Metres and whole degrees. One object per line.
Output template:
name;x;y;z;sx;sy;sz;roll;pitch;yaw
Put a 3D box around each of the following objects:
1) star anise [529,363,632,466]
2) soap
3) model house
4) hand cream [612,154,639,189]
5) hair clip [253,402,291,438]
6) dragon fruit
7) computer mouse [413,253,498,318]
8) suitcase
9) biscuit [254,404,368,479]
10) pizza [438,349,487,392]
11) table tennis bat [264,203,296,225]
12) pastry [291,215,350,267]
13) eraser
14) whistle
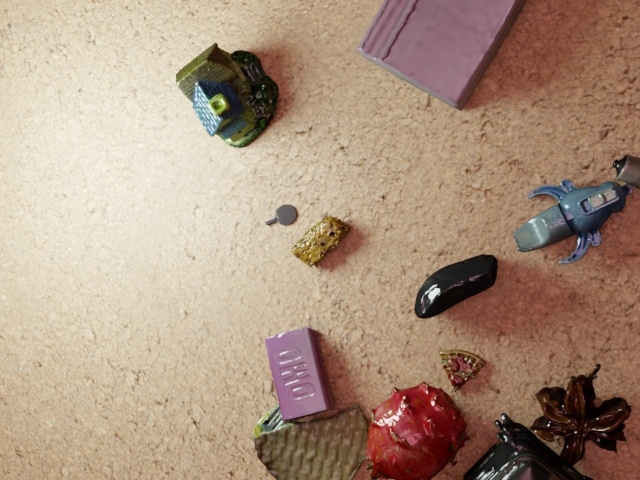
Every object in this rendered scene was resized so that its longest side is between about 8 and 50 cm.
star anise;0.555;0.375;1.633;0.220;0.125;0.190;-37;79;36
soap;-0.050;0.314;1.821;0.122;0.065;0.203;-17;77;11
model house;-0.223;-0.349;1.837;0.195;0.189;0.214;-31;80;16
hand cream;0.710;-0.130;1.639;0.186;0.054;0.087;22;99;9
hair clip;-0.098;0.421;1.866;0.060;0.033;0.188;42;92;16
dragon fruit;0.193;0.434;1.703;0.268;0.210;0.205;-46;60;16
computer mouse;0.293;0.093;1.718;0.217;0.122;0.073;-29;105;14
suitcase;0.465;0.592;1.581;0.434;0.194;0.283;40;103;-1
biscuit;-0.009;0.503;1.821;0.273;0.036;0.187;-14;92;5
pizza;0.326;0.285;1.749;0.099;0.029;0.100;-19;84;14
table tennis bat;-0.097;-0.057;1.887;0.083;0.007;0.050;-24;83;13
pastry;0.000;0.000;1.834;0.080;0.056;0.140;42;98;1
eraser;0.289;-0.511;1.727;0.272;0.122;0.359;33;99;14
whistle;0.544;-0.052;1.669;0.269;0.093;0.180;-27;76;20
